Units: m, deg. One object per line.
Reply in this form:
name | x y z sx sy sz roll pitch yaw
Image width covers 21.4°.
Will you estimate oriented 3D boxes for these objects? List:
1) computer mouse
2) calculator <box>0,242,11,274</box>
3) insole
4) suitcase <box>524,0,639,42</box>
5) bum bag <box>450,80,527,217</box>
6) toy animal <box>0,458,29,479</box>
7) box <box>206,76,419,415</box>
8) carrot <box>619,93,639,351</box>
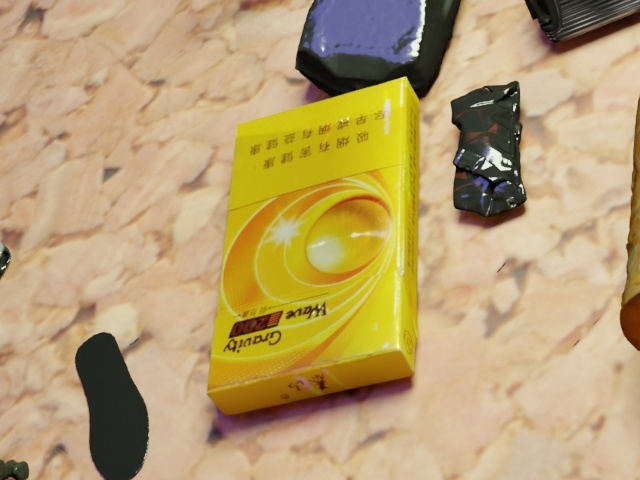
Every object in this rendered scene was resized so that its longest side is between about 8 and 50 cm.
computer mouse | 0.056 -0.210 1.387 0.122 0.073 0.217 10 75 23
calculator | -0.377 0.096 1.435 0.161 0.021 0.261 8 58 36
insole | -0.160 0.125 1.290 0.053 0.002 0.152 -32 44 4
suitcase | 0.213 -0.210 1.294 0.126 0.086 0.059 -21 30 14
bum bag | 0.124 -0.068 1.261 0.058 0.034 0.124 -7 50 15
toy animal | -0.269 0.216 1.249 0.065 0.047 0.135 -6 52 34
box | 0.000 0.000 1.270 0.152 0.043 0.269 -15 47 21
carrot | 0.263 -0.063 1.104 0.139 0.138 0.301 2 56 33
